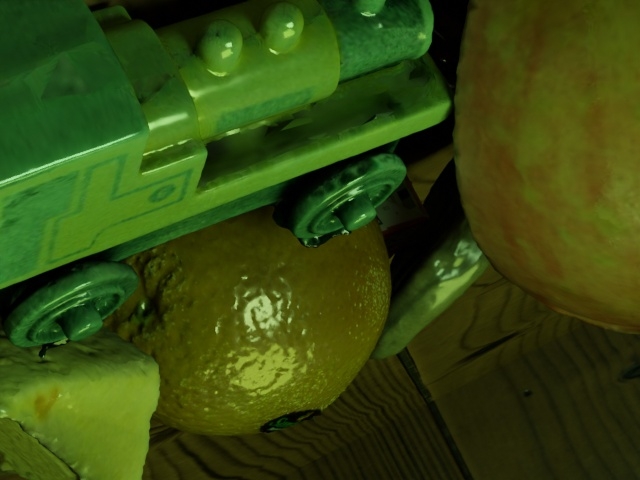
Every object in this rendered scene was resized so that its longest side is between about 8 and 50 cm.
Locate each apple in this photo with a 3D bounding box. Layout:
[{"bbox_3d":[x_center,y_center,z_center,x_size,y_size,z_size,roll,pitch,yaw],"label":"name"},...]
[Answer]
[{"bbox_3d":[0.232,-0.107,1.127,0.314,0.252,0.309,-12,143,7],"label":"apple"}]

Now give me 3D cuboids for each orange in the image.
[{"bbox_3d":[-0.059,0.035,1.301,0.236,0.236,0.236,-25,167,-6],"label":"orange"}]

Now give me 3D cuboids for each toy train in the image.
[{"bbox_3d":[-0.074,-0.071,1.043,0.369,0.150,0.237,-22,160,-25],"label":"toy train"}]

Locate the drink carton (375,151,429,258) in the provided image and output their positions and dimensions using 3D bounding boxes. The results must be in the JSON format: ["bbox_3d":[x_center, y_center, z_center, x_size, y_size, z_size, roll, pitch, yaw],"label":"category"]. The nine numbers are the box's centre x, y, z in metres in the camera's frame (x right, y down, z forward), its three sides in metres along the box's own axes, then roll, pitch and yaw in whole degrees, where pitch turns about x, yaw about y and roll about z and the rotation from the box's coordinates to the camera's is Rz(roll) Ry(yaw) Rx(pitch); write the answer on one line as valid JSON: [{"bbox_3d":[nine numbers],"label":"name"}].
[{"bbox_3d":[0.000,0.000,1.528,0.071,0.096,0.223,-19,164,-32],"label":"drink carton"}]

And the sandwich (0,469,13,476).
[{"bbox_3d":[-0.268,0.145,1.578,0.096,0.094,0.258,-30,168,9],"label":"sandwich"}]

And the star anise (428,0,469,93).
[{"bbox_3d":[0.144,-0.143,1.256,0.272,0.102,0.272,-27,170,-5],"label":"star anise"}]

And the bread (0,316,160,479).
[{"bbox_3d":[-0.247,0.103,1.152,0.178,0.240,0.135,-6,112,-54],"label":"bread"}]

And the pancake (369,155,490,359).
[{"bbox_3d":[0.120,-0.022,1.482,0.294,0.049,0.294,-53,-176,6],"label":"pancake"}]
